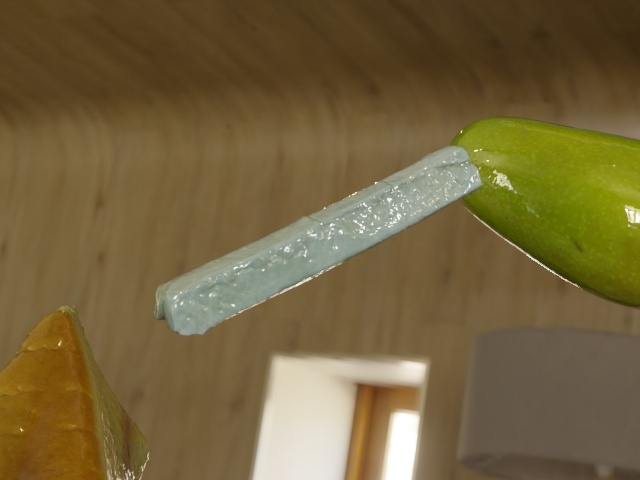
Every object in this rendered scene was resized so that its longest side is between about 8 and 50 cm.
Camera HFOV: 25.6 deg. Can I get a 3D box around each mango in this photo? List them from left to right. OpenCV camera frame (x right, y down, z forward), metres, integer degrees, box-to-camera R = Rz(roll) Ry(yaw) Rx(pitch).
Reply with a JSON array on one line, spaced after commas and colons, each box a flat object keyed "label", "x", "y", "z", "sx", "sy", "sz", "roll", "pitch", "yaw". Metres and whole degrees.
[{"label": "mango", "x": 0.237, "y": -0.034, "z": 1.262, "sx": 0.293, "sy": 0.143, "sz": 0.175, "roll": 26, "pitch": 15, "yaw": 30}]

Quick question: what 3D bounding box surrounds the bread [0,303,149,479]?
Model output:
[{"label": "bread", "x": -0.232, "y": 0.225, "z": 0.954, "sx": 0.245, "sy": 0.233, "sz": 0.361, "roll": -9, "pitch": 32, "yaw": -7}]

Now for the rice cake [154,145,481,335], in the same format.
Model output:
[{"label": "rice cake", "x": 0.000, "y": 0.000, "z": 0.966, "sx": 0.245, "sy": 0.042, "sz": 0.045, "roll": -26, "pitch": 13, "yaw": -16}]
